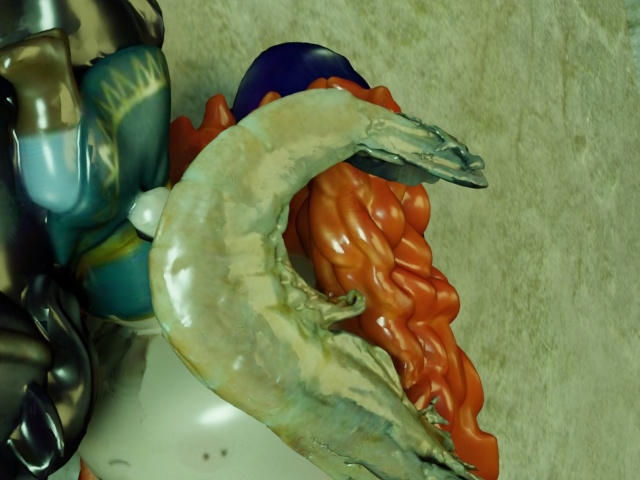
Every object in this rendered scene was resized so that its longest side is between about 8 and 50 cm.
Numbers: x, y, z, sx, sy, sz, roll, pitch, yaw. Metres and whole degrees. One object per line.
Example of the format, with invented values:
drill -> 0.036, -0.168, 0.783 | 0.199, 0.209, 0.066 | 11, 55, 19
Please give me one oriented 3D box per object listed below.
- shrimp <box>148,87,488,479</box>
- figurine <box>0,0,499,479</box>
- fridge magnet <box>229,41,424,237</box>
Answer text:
shrimp -> 0.027, 0.031, 0.687 | 0.219, 0.046, 0.152 | 46, 71, -20
figurine -> -0.088, 0.023, 0.750 | 0.412, 0.241, 0.306 | 30, 49, -45
fridge magnet -> 0.000, 0.000, 1.064 | 0.265, 0.113, 0.265 | 40, 44, -54
